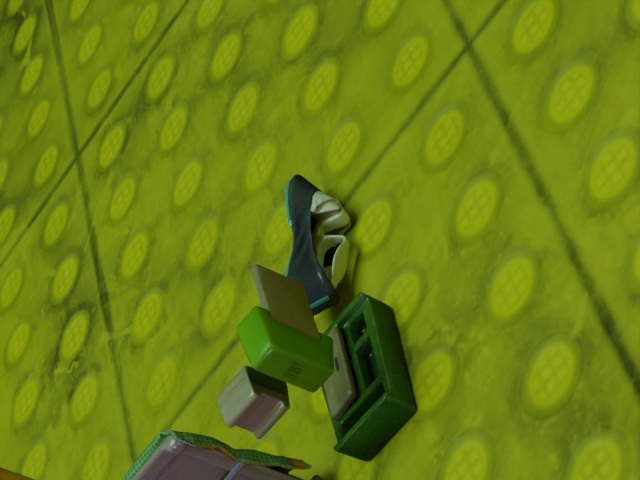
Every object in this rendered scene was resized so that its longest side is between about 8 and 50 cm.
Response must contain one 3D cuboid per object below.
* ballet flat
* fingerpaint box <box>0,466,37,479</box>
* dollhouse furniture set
[{"bbox_3d":[0.000,0.000,2.147,0.074,0.074,0.203,-43,30,35],"label":"ballet flat"},{"bbox_3d":[-0.362,0.396,2.126,0.445,0.371,0.163,-30,45,48],"label":"fingerpaint box"},{"bbox_3d":[-0.078,0.180,1.993,0.301,0.197,0.151,-49,34,26],"label":"dollhouse furniture set"}]
